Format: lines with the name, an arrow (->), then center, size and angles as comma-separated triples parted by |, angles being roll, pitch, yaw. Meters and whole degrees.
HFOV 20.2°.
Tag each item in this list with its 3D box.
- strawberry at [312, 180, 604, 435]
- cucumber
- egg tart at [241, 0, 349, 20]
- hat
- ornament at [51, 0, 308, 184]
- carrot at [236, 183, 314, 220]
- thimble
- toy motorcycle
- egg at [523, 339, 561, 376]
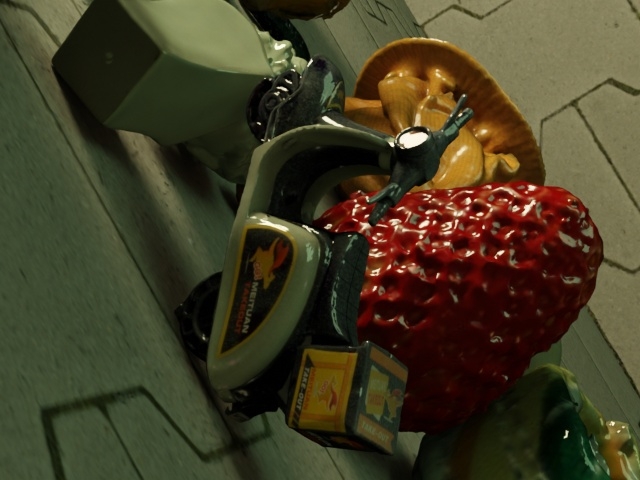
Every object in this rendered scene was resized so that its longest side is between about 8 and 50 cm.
strawberry -> 0.104, 0.038, 1.408 | 0.205, 0.244, 0.205 | 58, 13, -22
cucumber -> -0.045, -0.233, 1.991 | 0.133, 0.032, 0.032 | 52, 14, -36
egg tart -> -0.074, -0.337, 1.781 | 0.297, 0.132, 0.297 | 33, -40, 34
hat -> 0.079, -0.042, 1.828 | 0.233, 0.244, 0.233 | 32, 40, 9
ornament -> -0.082, -0.113, 1.309 | 0.130, 0.120, 0.285 | 50, 8, 10
carrot -> -0.012, 0.007, 1.516 | 0.216, 0.048, 0.048 | 52, 13, -47
thimble -> 0.192, 0.242, 1.455 | 0.254, 0.167, 0.288 | 55, 13, -18
toy motorcycle -> 0.000, 0.000, 1.169 | 0.091, 0.157, 0.263 | 38, 60, -56
egg -> 0.199, 0.101, 1.956 | 0.152, 0.114, 0.114 | 61, 12, 17
